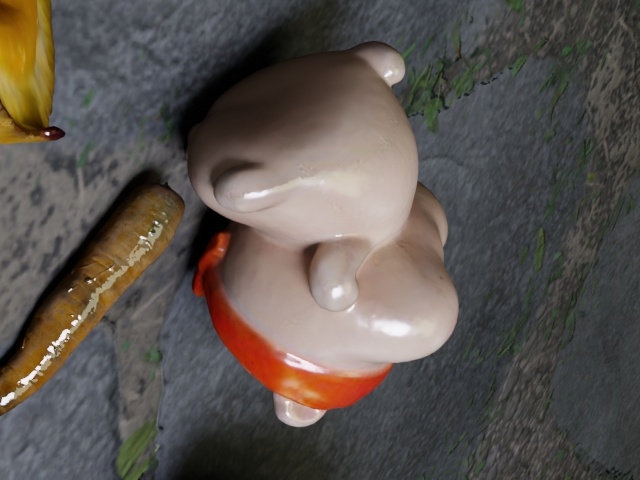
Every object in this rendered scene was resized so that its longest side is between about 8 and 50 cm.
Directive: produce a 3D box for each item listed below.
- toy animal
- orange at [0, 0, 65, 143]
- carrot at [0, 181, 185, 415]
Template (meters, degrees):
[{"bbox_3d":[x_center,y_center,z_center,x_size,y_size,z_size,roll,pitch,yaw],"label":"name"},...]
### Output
[{"bbox_3d":[0.000,0.000,0.912,0.171,0.171,0.198,-41,137,-35],"label":"toy animal"},{"bbox_3d":[-0.149,-0.175,0.419,0.310,0.274,0.274,43,72,-23],"label":"orange"},{"bbox_3d":[-0.129,0.032,0.849,0.165,0.035,0.036,-51,149,-17],"label":"carrot"}]
